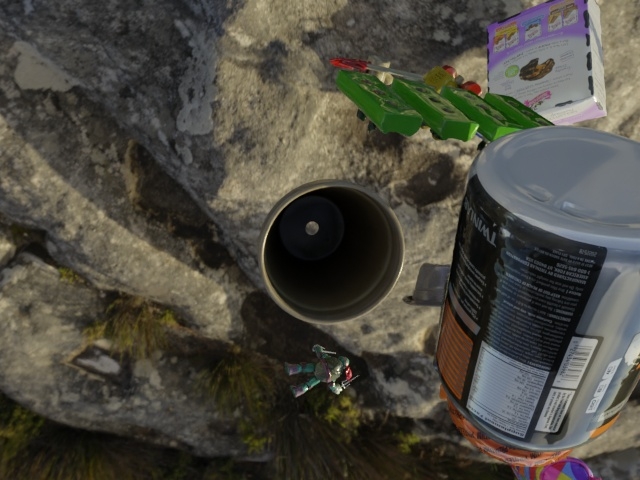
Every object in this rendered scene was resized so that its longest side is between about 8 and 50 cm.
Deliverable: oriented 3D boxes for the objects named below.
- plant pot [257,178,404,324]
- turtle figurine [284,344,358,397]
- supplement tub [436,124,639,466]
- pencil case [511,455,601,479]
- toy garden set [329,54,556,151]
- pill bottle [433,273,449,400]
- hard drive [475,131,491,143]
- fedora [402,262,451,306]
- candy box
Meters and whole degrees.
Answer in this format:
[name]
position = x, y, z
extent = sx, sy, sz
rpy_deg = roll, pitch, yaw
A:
[plant pot]
position = 0.000, 0.000, 1.309
extent = 0.322, 0.280, 0.324
rpy_deg = -3, 104, -12
[turtle figurine]
position = 0.009, 0.424, 1.810
extent = 0.234, 0.175, 0.118
rpy_deg = -14, 161, -17
[supplement tub]
position = 0.218, 0.068, 0.536
extent = 0.193, 0.194, 0.316
rpy_deg = -2, 129, -1
[pencil case]
position = 0.426, 0.432, 1.021
extent = 0.104, 0.236, 0.105
rpy_deg = -1, 80, 4
[toy garden set]
position = 0.123, -0.153, 0.627
extent = 0.244, 0.204, 0.049
rpy_deg = 0, 126, -27
[pill bottle]
position = 0.291, 0.193, 1.068
extent = 0.130, 0.130, 0.246
rpy_deg = 13, 79, -10
[hard drive]
position = 0.524, -0.251, 1.379
extent = 0.318, 0.210, 0.040
rpy_deg = 39, 135, 21
[fedora]
position = 0.359, 0.126, 1.590
extent = 0.243, 0.275, 0.125
rpy_deg = -1, 85, 24
[candy box]
position = 0.359, -0.277, 0.886
extent = 0.164, 0.197, 0.070
rpy_deg = -10, 158, 41
